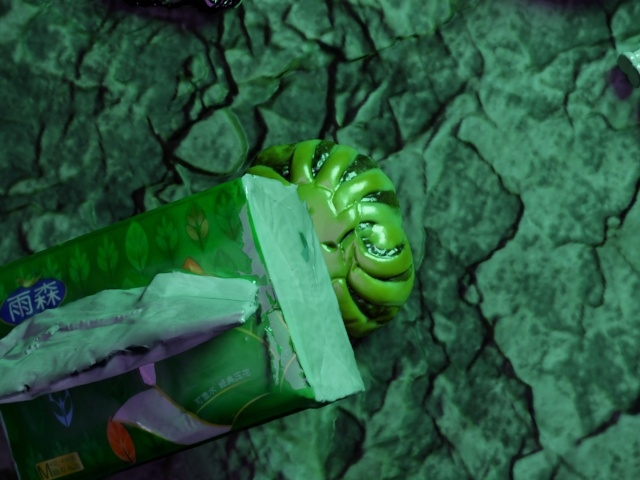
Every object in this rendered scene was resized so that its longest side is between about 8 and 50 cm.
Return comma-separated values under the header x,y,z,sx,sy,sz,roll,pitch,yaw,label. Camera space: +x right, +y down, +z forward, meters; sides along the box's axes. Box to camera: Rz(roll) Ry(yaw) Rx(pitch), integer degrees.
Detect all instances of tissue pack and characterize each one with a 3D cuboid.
x,y,z,sx,sy,sz,roll,pitch,yaw,label
-0.108,0.061,1.038,0.209,0.156,0.148,-19,82,18,tissue pack

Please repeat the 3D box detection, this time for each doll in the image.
x,y,z,sx,sy,sz,roll,pitch,yaw,label
0.253,-0.139,1.178,0.058,0.040,0.085,36,77,14,doll

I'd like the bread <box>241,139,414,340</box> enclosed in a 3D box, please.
x,y,z,sx,sy,sz,roll,pitch,yaw,label
0.000,0.000,1.128,0.130,0.071,0.139,4,82,1,bread

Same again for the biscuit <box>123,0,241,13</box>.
x,y,z,sx,sy,sz,roll,pitch,yaw,label
-0.095,-0.186,1.165,0.089,0.027,0.087,-39,86,-8,biscuit
